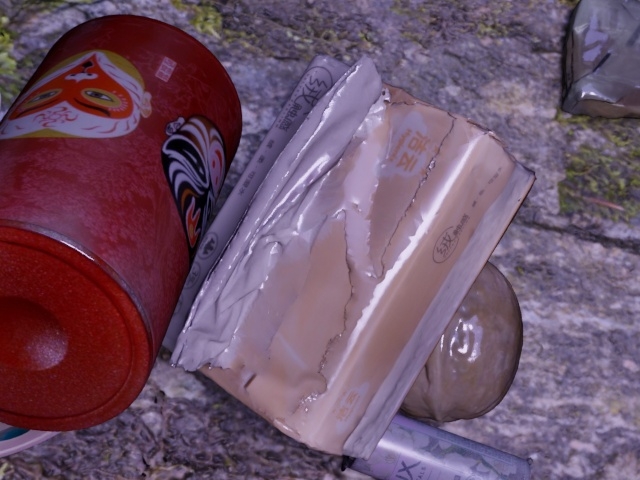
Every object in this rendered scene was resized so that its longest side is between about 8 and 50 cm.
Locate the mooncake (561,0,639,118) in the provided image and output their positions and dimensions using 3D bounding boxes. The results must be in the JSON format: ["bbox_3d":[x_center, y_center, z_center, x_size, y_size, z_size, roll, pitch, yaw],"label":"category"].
[{"bbox_3d":[0.318,-0.184,1.325,0.129,0.073,0.125,7,78,-5],"label":"mooncake"}]

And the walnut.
[{"bbox_3d":[0.122,0.092,1.194,0.140,0.140,0.162,16,63,-5],"label":"walnut"}]

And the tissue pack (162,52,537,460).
[{"bbox_3d":[0.000,0.000,1.086,0.238,0.238,0.306,32,90,0],"label":"tissue pack"}]

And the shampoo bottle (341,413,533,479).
[{"bbox_3d":[0.090,0.205,1.194,0.214,0.072,0.072,20,74,-3],"label":"shampoo bottle"}]

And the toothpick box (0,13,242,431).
[{"bbox_3d":[-0.195,-0.027,1.057,0.204,0.204,0.333,20,36,-3],"label":"toothpick box"}]

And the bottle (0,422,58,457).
[{"bbox_3d":[-0.313,0.068,1.132,0.147,0.147,0.237,-20,72,-13],"label":"bottle"}]
